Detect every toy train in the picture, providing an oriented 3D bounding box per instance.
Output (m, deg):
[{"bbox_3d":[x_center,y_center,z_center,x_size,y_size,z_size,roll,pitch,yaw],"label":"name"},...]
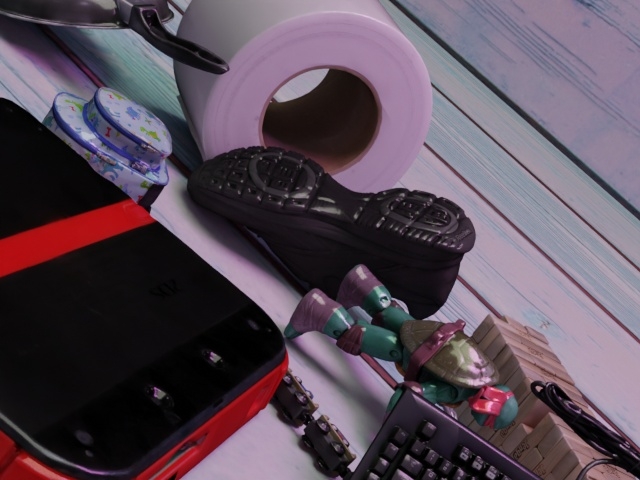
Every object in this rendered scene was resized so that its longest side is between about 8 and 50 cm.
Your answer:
[{"bbox_3d":[0.006,0.157,1.019,0.036,0.027,0.158,17,28,-54],"label":"toy train"}]

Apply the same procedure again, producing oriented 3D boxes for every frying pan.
[{"bbox_3d":[-0.229,-0.233,1.319,0.197,0.053,0.326,-2,21,-22],"label":"frying pan"}]

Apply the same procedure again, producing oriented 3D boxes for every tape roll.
[{"bbox_3d":[-0.022,-0.163,1.379,0.246,0.246,0.169,26,22,-32],"label":"tape roll"}]

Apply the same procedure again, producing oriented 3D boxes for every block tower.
[{"bbox_3d":[0.210,0.201,1.188,0.091,0.097,0.335,27,20,-29],"label":"block tower"}]

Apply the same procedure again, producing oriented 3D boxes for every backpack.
[{"bbox_3d":[-0.188,-0.084,1.141,0.114,0.084,0.105,27,19,-21],"label":"backpack"}]

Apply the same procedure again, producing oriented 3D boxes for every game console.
[{"bbox_3d":[-0.203,0.031,0.898,0.342,0.060,0.386,39,18,8],"label":"game console"}]

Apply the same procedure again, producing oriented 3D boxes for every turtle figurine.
[{"bbox_3d":[0.091,0.118,1.143,0.234,0.118,0.175,39,18,21],"label":"turtle figurine"}]

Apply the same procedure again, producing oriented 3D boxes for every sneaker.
[{"bbox_3d":[0.000,0.000,1.266,0.286,0.130,0.109,20,35,13],"label":"sneaker"}]

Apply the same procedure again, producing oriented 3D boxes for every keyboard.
[{"bbox_3d":[0.182,0.212,0.989,0.317,0.201,0.033,35,-19,-8],"label":"keyboard"}]
